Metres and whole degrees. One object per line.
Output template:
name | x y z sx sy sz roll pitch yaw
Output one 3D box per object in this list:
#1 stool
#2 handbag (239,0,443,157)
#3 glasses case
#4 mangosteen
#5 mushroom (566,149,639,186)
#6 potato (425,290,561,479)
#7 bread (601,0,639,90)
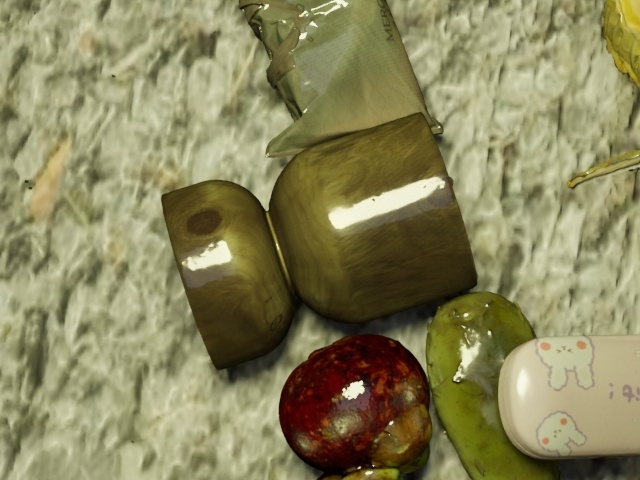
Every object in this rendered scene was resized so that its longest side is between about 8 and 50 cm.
stool | 0.000 0.000 1.626 0.264 0.179 0.179 -18 79 0
handbag | -0.003 -0.207 1.698 0.183 0.117 0.270 -16 80 -15
glasses case | 0.307 0.145 1.597 0.297 0.075 0.113 0 80 -18
mangosteen | 0.050 0.174 1.613 0.181 0.156 0.146 45 66 1
mushroom | 0.376 -0.117 1.708 0.286 0.028 0.026 -22 121 0
potato | 0.169 0.156 1.631 0.117 0.090 0.225 -17 85 -6
bread | 0.401 -0.232 1.668 0.250 0.133 0.179 -25 77 -3
